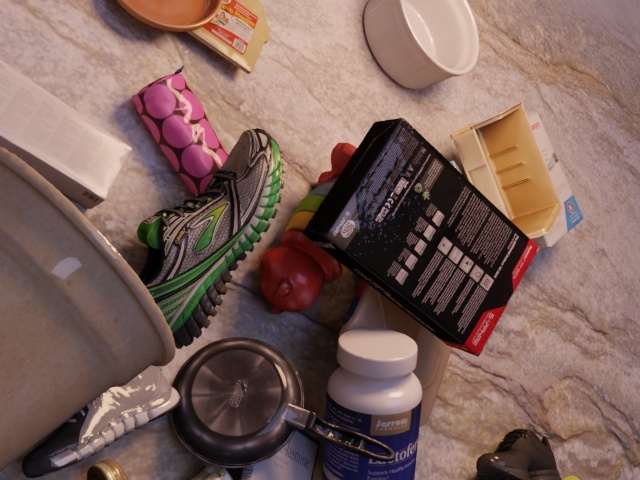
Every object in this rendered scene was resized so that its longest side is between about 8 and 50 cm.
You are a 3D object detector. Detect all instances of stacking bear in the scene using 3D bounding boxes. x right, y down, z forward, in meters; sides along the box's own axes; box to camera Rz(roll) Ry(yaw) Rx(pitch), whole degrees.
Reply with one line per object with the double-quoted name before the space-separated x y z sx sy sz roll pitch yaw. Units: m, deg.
"stacking bear" 0.000 0.000 1.142 0.164 0.175 0.289 37 63 3

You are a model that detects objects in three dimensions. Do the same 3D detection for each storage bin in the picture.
"storage bin" 0.405 -0.146 1.425 0.260 0.123 0.262 -32 101 -60

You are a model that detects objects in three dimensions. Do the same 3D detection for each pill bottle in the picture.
"pill bottle" 0.083 0.284 1.058 0.153 0.153 0.264 -13 112 -44

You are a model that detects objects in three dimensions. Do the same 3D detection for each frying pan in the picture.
"frying pan" -0.073 0.266 0.944 0.326 0.053 0.197 37 62 17

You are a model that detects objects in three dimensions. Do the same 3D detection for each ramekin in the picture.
"ramekin" 0.230 -0.487 1.521 0.277 0.135 0.277 14 68 -38

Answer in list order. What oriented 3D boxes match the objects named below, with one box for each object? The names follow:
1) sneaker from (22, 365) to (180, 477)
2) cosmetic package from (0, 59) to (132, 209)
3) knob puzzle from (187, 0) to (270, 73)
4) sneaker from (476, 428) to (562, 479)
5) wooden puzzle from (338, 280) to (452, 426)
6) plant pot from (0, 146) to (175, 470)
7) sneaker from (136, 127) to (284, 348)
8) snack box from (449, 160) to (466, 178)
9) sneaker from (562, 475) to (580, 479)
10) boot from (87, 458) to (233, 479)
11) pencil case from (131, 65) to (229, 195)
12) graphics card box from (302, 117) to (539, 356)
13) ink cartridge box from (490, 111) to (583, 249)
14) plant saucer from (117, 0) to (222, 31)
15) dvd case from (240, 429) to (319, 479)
"sneaker" -0.301 0.205 0.861 0.229 0.086 0.132 -20 85 -54
"cosmetic package" -0.389 -0.149 0.902 0.239 0.060 0.098 36 57 -29
"knob puzzle" -0.177 -0.416 1.200 0.213 0.030 0.213 15 64 -33
"sneaker" 0.416 0.466 1.410 0.286 0.109 0.130 25 54 -45
"wooden puzzle" 0.167 0.131 1.262 0.322 0.081 0.347 55 52 -35
"plant pot" -0.379 0.114 0.678 0.305 0.334 0.333 -46 108 -29
"sneaker" -0.170 -0.021 0.953 0.146 0.134 0.343 34 79 -25
"snack box" 0.307 -0.046 1.387 0.322 0.060 0.187 14 57 -70
"sneaker" 0.533 0.596 1.474 0.208 0.082 0.094 -42 102 -41
"boot" -0.204 0.349 0.894 0.165 0.077 0.213 -37 108 -42
"pencil case" -0.206 -0.165 1.057 0.209 0.095 0.098 61 32 -11
"graphics card box" 0.178 0.000 1.098 0.371 0.094 0.232 37 79 -26
"ink cartridge box" 0.510 -0.143 1.663 0.223 0.129 0.307 -28 95 -43
"plant saucer" -0.262 -0.429 1.099 0.200 0.037 0.199 11 65 -25
"dvd case" -0.072 0.401 0.989 0.180 0.022 0.252 50 45 -47
